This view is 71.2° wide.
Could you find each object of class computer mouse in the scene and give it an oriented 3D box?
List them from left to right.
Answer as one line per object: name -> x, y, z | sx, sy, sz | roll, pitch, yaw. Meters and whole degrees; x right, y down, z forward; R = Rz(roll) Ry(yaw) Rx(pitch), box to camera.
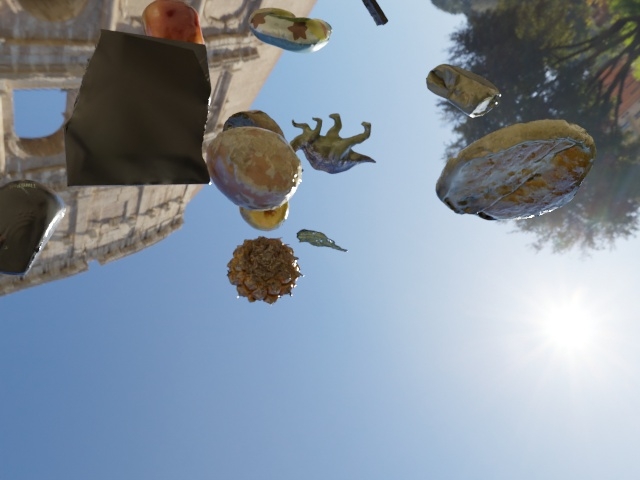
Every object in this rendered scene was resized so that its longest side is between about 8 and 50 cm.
computer mouse -> -0.796, -0.047, 1.166 | 0.170, 0.100, 0.270 | 21, -114, -12

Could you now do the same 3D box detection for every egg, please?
egg -> -0.157, -0.170, 1.043 | 0.233, 0.195, 0.195 | 15, -139, 9

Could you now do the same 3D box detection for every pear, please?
pear -> -0.184, -0.116, 1.462 | 0.177, 0.178, 0.178 | 18, -135, -18

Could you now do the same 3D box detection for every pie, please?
pie -> 0.418, -0.140, 0.976 | 0.338, 0.339, 0.077 | 13, -125, -23

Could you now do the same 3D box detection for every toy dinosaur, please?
toy dinosaur -> 0.016, -0.264, 1.238 | 0.293, 0.162, 0.077 | 6, -148, 2

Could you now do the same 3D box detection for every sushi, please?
sushi -> -0.321, -0.206, 0.764 | 0.215, 0.212, 0.227 | -5, -83, -31

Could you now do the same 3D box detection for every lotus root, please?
lotus root -> -0.252, -0.308, 1.758 | 0.374, 0.391, 0.111 | 36, -138, 20

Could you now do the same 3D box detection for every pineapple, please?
pineapple -> -0.148, 0.068, 1.205 | 0.224, 0.076, 0.225 | 7, -122, -11

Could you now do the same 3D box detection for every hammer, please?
hammer -> 0.087, -0.623, 1.072 | 0.297, 0.125, 0.027 | 35, -159, -50

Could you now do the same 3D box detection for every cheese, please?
cheese -> 0.392, -0.422, 1.247 | 0.202, 0.091, 0.175 | 36, -146, 19

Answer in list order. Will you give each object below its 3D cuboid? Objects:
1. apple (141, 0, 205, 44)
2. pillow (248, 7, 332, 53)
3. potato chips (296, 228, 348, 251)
apple -> -0.345, -0.488, 1.064 | 0.139, 0.163, 0.164 | -15, -120, -21
pillow -> -0.089, -0.604, 1.272 | 0.233, 0.086, 0.214 | 19, -139, 12
potato chips -> 0.000, 0.001, 1.651 | 0.207, 0.092, 0.028 | 14, -123, 25
